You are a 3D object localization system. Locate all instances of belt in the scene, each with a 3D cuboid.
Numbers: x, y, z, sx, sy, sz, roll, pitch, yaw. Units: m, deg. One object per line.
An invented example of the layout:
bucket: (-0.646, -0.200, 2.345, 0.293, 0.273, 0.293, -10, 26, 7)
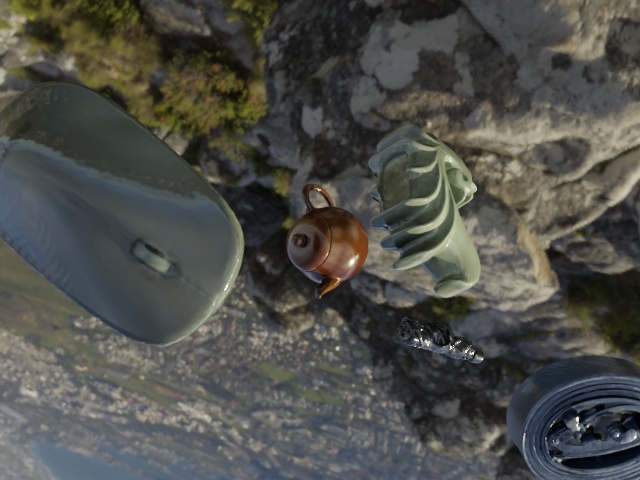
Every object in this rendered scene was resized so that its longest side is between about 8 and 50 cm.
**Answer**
belt: (0.319, 0.211, 0.870, 0.190, 0.082, 0.142, -8, 103, 0)

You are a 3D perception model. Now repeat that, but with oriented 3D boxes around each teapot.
teapot: (0.000, 0.000, 1.050, 0.116, 0.173, 0.116, -7, 162, -2)

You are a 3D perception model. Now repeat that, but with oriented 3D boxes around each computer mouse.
computer mouse: (-0.231, -0.033, 0.785, 0.330, 0.197, 0.095, 36, -172, 14)

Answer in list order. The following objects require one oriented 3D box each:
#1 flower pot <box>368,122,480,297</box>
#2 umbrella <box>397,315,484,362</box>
flower pot: (0.240, -0.071, 1.705, 0.254, 0.368, 0.164, 28, 139, -33)
umbrella: (0.276, 0.223, 1.655, 0.224, 0.071, 0.080, 23, -164, -28)
